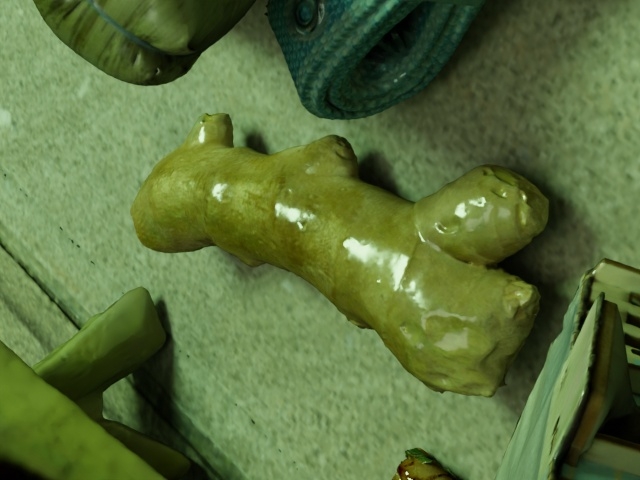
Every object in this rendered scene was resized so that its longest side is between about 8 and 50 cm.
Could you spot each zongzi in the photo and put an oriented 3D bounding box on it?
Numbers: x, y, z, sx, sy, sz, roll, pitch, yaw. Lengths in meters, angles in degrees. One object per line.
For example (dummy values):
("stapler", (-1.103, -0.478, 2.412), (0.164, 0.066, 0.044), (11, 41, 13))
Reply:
("zongzi", (-0.102, -0.137, 0.870), (0.115, 0.228, 0.256), (38, 140, -14))

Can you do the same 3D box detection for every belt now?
("belt", (0.076, -0.161, 0.757), (0.302, 0.087, 0.072), (-44, 55, 43))

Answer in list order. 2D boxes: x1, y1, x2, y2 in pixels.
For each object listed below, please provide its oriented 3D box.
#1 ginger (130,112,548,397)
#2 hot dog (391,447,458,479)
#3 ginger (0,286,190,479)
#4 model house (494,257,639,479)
("ginger", (-0.002, 0.000, 0.891), (0.299, 0.065, 0.118), (15, 97, 43))
("hot dog", (0.076, 0.158, 0.869), (0.122, 0.037, 0.049), (57, 146, 29))
("ginger", (-0.153, 0.245, 1.038), (0.211, 0.358, 0.413), (-87, 4, -69))
("model house", (0.174, 0.135, 0.651), (0.206, 0.271, 0.178), (21, 116, 4))
